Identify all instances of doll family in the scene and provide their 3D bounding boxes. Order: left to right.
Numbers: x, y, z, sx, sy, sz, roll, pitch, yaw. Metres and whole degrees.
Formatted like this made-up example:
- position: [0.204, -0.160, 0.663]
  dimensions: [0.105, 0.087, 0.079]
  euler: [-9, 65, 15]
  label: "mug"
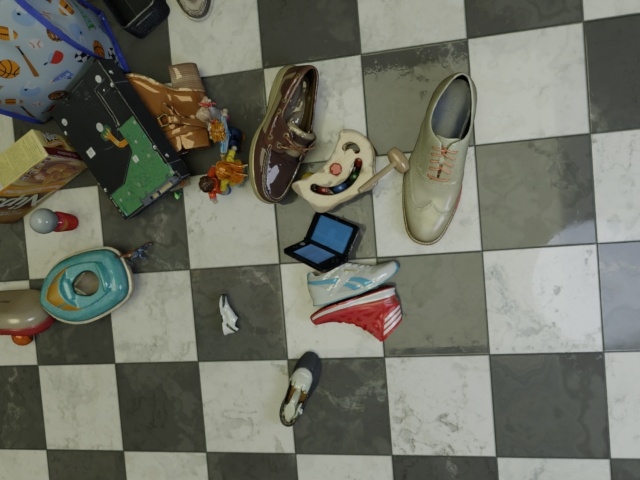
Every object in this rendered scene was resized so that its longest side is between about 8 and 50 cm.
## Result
- position: [-0.228, -0.222, 1.262]
  dimensions: [0.119, 0.163, 0.262]
  euler: [-2, 93, 12]
  label: "doll family"

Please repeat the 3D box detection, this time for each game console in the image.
- position: [0.000, 0.000, 1.242]
  dimensions: [0.144, 0.124, 0.085]
  euler: [24, 124, 37]
  label: "game console"

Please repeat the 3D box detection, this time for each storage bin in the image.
- position: [-0.493, -0.634, 1.337]
  dimensions: [0.122, 0.084, 0.180]
  euler: [-36, 86, 11]
  label: "storage bin"

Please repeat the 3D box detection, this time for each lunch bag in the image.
- position: [-0.725, -0.472, 1.241]
  dimensions: [0.328, 0.385, 0.238]
  euler: [-27, 88, 13]
  label: "lunch bag"

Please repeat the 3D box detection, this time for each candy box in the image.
- position: [-0.791, -0.160, 1.374]
  dimensions: [0.317, 0.183, 0.087]
  euler: [-33, 85, 12]
  label: "candy box"

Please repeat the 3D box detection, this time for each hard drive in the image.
- position: [-0.508, -0.248, 1.314]
  dimensions: [0.237, 0.064, 0.338]
  euler: [-30, 96, 31]
  label: "hard drive"

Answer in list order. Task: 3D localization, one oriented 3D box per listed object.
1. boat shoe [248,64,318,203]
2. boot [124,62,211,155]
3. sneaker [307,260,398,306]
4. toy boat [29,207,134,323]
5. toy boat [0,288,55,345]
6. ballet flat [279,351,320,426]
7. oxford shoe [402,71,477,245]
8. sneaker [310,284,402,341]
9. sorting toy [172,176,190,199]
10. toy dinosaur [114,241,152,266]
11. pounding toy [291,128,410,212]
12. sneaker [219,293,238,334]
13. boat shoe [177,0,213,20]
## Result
- position: [-0.074, -0.250, 1.231]
  dimensions: [0.123, 0.123, 0.341]
  euler: [18, 92, 54]
  label: "boat shoe"
- position: [-0.420, -0.319, 1.340]
  dimensions: [0.284, 0.109, 0.219]
  euler: [-10, 95, 5]
  label: "boot"
- position: [0.075, 0.087, 1.255]
  dimensions: [0.229, 0.087, 0.092]
  euler: [-19, 85, 10]
  label: "sneaker"
- position: [-0.657, 0.065, 1.371]
  dimensions: [0.268, 0.148, 0.318]
  euler: [-25, 86, 7]
  label: "toy boat"
- position: [-0.848, 0.230, 1.447]
  dimensions: [0.231, 0.151, 0.151]
  euler: [-3, 123, 13]
  label: "toy boat"
- position: [-0.054, 0.380, 1.306]
  dimensions: [0.074, 0.074, 0.203]
  euler: [23, 97, 10]
  label: "ballet flat"
- position: [0.262, -0.182, 1.169]
  dimensions: [0.141, 0.146, 0.396]
  euler: [9, 95, 11]
  label: "oxford shoe"
- position: [0.092, 0.199, 1.258]
  dimensions: [0.222, 0.087, 0.127]
  euler: [-20, 87, 13]
  label: "sneaker"
- position: [-0.377, -0.153, 1.374]
  dimensions: [0.062, 0.012, 0.083]
  euler: [-16, 89, 12]
  label: "sorting toy"
- position: [-0.482, 0.027, 1.372]
  dimensions: [0.090, 0.082, 0.047]
  euler: [32, 133, -25]
  label: "toy dinosaur"
- position: [0.056, -0.173, 1.208]
  dimensions: [0.270, 0.155, 0.154]
  euler: [-27, 91, 13]
  label: "pounding toy"
- position: [-0.240, 0.191, 1.355]
  dimensions: [0.044, 0.040, 0.108]
  euler: [-9, 95, -4]
  label: "sneaker"
- position: [-0.334, -0.711, 1.263]
  dimensions: [0.117, 0.096, 0.323]
  euler: [-7, 106, -2]
  label: "boat shoe"
